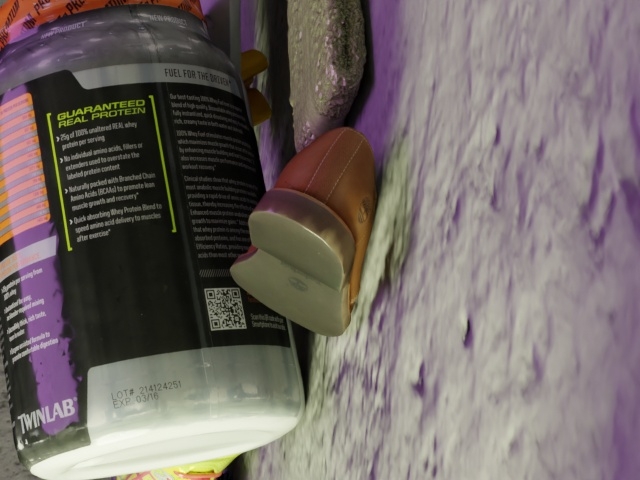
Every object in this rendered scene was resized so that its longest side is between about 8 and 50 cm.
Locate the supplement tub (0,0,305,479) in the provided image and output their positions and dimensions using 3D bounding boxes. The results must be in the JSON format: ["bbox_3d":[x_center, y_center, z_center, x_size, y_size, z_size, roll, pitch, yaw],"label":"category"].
[{"bbox_3d":[-0.129,-0.009,0.930,0.193,0.194,0.316,126,135,-70],"label":"supplement tub"}]

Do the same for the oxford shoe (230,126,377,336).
[{"bbox_3d":[0.000,0.000,0.766,0.076,0.076,0.212,-60,-1,-20],"label":"oxford shoe"}]

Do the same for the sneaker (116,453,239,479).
[{"bbox_3d":[-0.118,0.200,1.169,0.208,0.081,0.094,146,126,-59],"label":"sneaker"}]

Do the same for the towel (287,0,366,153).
[{"bbox_3d":[0.003,-0.129,0.821,0.110,0.027,0.148,115,156,-60],"label":"towel"}]

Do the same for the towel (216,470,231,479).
[{"bbox_3d":[-0.095,0.267,1.218,0.067,0.029,0.119,114,154,-61],"label":"towel"}]

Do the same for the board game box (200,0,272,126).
[{"bbox_3d":[-0.167,-0.318,1.028,0.390,0.050,0.390,43,149,30],"label":"board game box"}]
